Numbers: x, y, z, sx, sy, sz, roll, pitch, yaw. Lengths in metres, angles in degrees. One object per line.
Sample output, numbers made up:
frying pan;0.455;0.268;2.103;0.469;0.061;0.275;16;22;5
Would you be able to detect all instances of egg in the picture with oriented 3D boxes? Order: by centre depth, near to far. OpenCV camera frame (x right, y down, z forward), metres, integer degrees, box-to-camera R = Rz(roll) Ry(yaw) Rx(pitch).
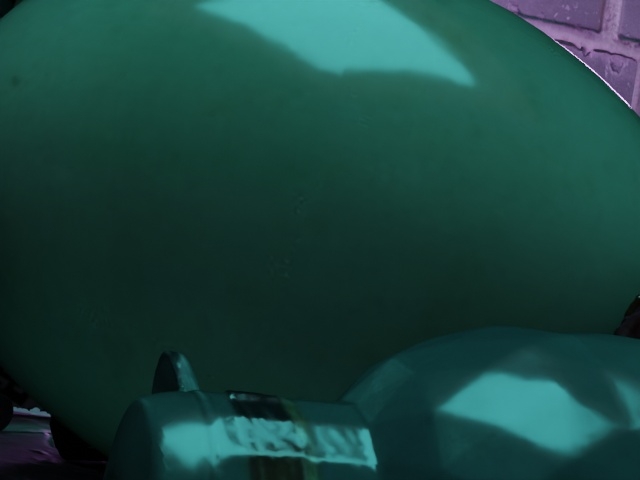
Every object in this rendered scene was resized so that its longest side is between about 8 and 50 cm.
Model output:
egg;0.000;0.000;0.844;0.388;0.276;0.276;15;3;2

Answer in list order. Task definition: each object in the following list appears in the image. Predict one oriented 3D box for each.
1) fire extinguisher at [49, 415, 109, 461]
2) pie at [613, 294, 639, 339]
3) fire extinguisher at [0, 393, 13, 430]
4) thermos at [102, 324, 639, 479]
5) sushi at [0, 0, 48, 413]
fire extinguisher;-0.077;0.103;0.974;0.157;0.045;0.078;5;-17;-38
pie;0.213;0.086;0.741;0.218;0.204;0.054;23;-11;-15
fire extinguisher;-0.210;0.087;0.991;0.083;0.028;0.022;12;35;39
thermos;0.078;0.109;0.515;0.286;0.145;0.182;6;37;-18
sushi;-0.223;-0.026;0.969;0.264;0.290;0.050;10;24;-3
